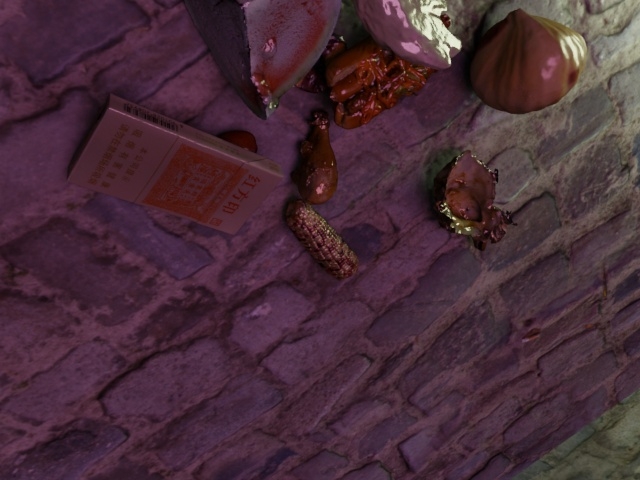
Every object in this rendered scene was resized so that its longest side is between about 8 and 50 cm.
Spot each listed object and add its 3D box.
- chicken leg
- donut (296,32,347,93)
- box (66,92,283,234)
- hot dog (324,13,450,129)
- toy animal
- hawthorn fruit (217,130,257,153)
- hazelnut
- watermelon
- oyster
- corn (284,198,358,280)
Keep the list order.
[{"bbox_3d":[-0.010,-0.182,1.370,0.085,0.101,0.207,-1,93,-31],"label":"chicken leg"},{"bbox_3d":[-0.012,-0.374,1.284,0.140,0.059,0.140,-13,119,-23],"label":"donut"},{"bbox_3d":[-0.277,-0.134,1.216,0.365,0.051,0.204,19,132,-33],"label":"box"},{"bbox_3d":[0.154,-0.363,1.303,0.349,0.117,0.158,-37,130,-25],"label":"hot dog"},{"bbox_3d":[0.133,-0.469,1.204,0.308,0.188,0.266,37,53,-38],"label":"toy animal"},{"bbox_3d":[-0.179,-0.187,1.277,0.093,0.081,0.081,-5,116,-20],"label":"hawthorn fruit"},{"bbox_3d":[0.473,-0.410,1.413,0.261,0.261,0.241,-22,121,-17],"label":"hazelnut"},{"bbox_3d":[-0.084,-0.398,1.118,0.289,0.214,0.320,-20,98,2],"label":"watermelon"},{"bbox_3d":[0.395,-0.089,1.595,0.337,0.133,0.198,36,92,-38],"label":"oyster"},{"bbox_3d":[0.000,0.000,1.457,0.086,0.086,0.253,-44,125,-3],"label":"corn"}]
